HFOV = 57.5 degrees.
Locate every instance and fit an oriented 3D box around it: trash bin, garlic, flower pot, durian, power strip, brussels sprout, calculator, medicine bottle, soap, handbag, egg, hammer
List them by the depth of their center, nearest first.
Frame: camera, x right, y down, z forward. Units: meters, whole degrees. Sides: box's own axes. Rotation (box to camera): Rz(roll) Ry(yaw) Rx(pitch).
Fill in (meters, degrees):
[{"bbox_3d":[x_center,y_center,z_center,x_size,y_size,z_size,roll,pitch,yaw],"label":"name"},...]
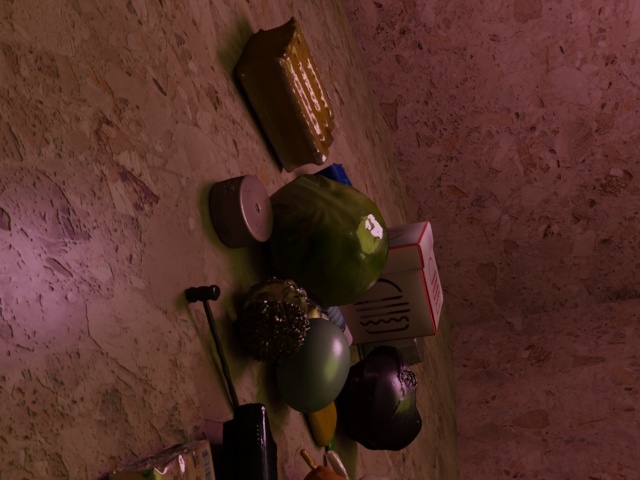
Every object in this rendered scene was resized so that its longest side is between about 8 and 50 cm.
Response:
[{"bbox_3d":[-0.107,0.445,1.004,0.244,0.088,0.275,82,-3,-53],"label":"handbag"},{"bbox_3d":[-0.183,0.218,1.091,0.029,0.058,0.292,-47,128,-61],"label":"hammer"},{"bbox_3d":[-0.091,0.179,1.208,0.196,0.167,0.196,6,90,-74],"label":"durian"},{"bbox_3d":[-0.168,-0.063,1.249,0.154,0.078,0.154,-12,90,-68],"label":"power strip"},{"bbox_3d":[-0.018,0.281,1.329,0.230,0.168,0.168,-73,147,-44],"label":"egg"},{"bbox_3d":[0.000,0.000,1.397,0.268,0.344,0.344,-27,104,-61],"label":"brussels sprout"},{"bbox_3d":[0.081,0.628,1.455,0.226,0.199,0.199,53,14,14],"label":"garlic"},{"bbox_3d":[0.004,0.441,1.502,0.146,0.032,0.234,-65,141,-61],"label":"calculator"},{"bbox_3d":[-0.080,-0.403,1.605,0.293,0.156,0.335,-86,156,-47],"label":"soap"},{"bbox_3d":[0.028,0.225,1.628,0.083,0.084,0.203,-82,152,-45],"label":"medicine bottle"},{"bbox_3d":[0.040,-0.101,1.775,0.234,0.184,0.162,66,18,2],"label":"trash bin"},{"bbox_3d":[0.252,0.369,2.020,0.212,0.203,0.212,-8,90,-72],"label":"flower pot"}]

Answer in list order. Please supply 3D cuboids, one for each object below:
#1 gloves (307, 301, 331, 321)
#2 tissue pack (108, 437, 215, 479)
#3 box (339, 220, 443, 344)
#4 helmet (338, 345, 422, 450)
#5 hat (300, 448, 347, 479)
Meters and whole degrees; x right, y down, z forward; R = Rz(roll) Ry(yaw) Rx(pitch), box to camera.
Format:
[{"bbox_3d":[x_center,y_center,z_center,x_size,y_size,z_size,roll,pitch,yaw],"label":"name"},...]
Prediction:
[{"bbox_3d":[-0.019,0.225,1.503,0.153,0.070,0.114,55,42,-47],"label":"gloves"},{"bbox_3d":[-0.208,0.410,0.820,0.186,0.090,0.222,14,67,-73],"label":"tissue pack"},{"bbox_3d":[0.213,0.132,1.875,0.312,0.315,0.299,-42,121,-69],"label":"box"},{"bbox_3d":[0.144,0.450,1.660,0.177,0.225,0.305,5,62,-40],"label":"helmet"},{"bbox_3d":[0.016,0.554,1.246,0.233,0.234,0.244,61,-27,13],"label":"hat"}]
